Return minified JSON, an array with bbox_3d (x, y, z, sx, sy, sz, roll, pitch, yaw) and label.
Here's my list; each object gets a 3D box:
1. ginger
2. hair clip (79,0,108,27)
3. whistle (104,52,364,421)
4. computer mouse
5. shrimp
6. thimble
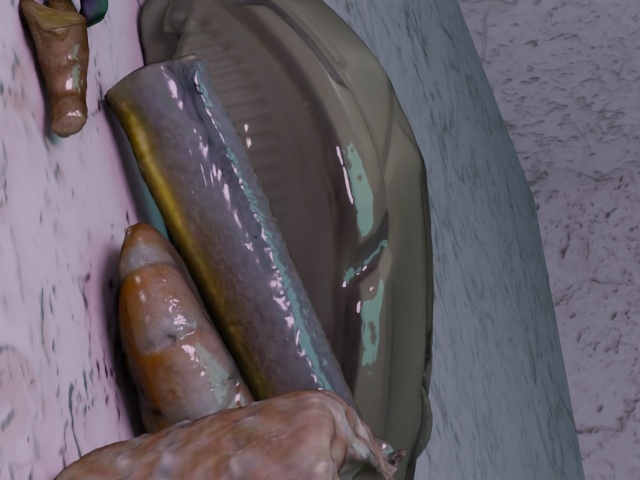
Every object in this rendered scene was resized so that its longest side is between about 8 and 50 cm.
[{"bbox_3d":[-0.132,-0.100,0.937,0.048,0.030,0.097,61,17,-53],"label":"ginger"},{"bbox_3d":[-0.149,-0.208,0.971,0.124,0.052,0.195,-113,-171,-78],"label":"hair clip"},{"bbox_3d":[-0.028,0.051,1.021,0.326,0.057,0.068,65,-19,1],"label":"whistle"},{"bbox_3d":[0.004,0.002,1.165,0.228,0.145,0.429,9,67,-79],"label":"computer mouse"},{"bbox_3d":[-0.055,0.110,0.972,0.145,0.059,0.254,-129,-166,-79],"label":"shrimp"},{"bbox_3d":[-0.023,0.188,0.810,0.196,0.148,0.229,10,64,-76],"label":"thimble"}]
